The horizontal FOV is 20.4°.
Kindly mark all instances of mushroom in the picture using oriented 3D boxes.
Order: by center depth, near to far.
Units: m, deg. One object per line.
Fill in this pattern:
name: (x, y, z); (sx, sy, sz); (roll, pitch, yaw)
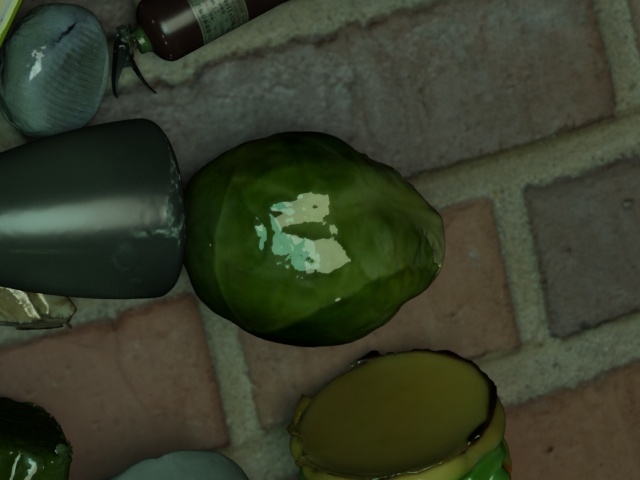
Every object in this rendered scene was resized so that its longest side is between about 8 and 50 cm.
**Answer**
mushroom: (-0.344, 0.044, 1.732); (0.209, 0.072, 0.094); (0, 91, -28)

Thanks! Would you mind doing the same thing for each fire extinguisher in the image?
fire extinguisher: (-0.115, -0.221, 1.776); (0.231, 0.071, 0.099); (-31, 131, -10)

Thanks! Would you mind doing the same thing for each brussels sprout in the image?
brussels sprout: (0.000, 0.000, 1.756); (0.271, 0.219, 0.210); (0, 86, -36)

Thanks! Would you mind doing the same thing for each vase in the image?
vase: (-0.299, -0.020, 1.649); (0.321, 0.173, 0.173); (-5, 97, -23)

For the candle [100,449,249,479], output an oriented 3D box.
candle: (-0.124, 0.337, 1.726); (0.221, 0.342, 0.221); (-19, 137, -18)

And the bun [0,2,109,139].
bun: (-0.265, -0.166, 1.713); (0.083, 0.141, 0.141); (22, 89, 22)

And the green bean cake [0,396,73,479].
green bean cake: (-0.369, 0.218, 1.653); (0.249, 0.247, 0.156); (13, 93, -16)

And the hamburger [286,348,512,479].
hamburger: (0.088, 0.230, 1.800); (0.237, 0.237, 0.149); (-22, 120, -12)

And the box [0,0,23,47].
box: (-0.320, -0.221, 1.676); (0.064, 0.141, 0.220); (27, 87, -17)
